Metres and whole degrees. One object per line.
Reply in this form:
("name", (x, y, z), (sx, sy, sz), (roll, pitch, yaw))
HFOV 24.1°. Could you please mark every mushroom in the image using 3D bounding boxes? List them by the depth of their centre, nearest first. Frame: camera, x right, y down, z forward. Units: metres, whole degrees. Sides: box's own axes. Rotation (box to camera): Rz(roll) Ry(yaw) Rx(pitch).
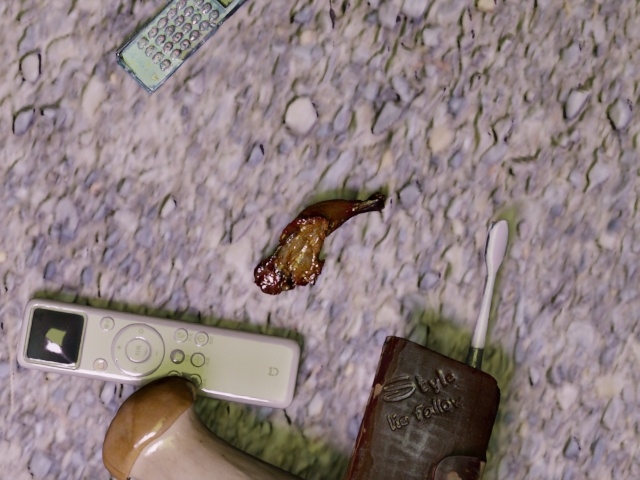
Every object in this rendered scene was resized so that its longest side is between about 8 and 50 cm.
("mushroom", (-0.043, 0.257, 1.336), (0.350, 0.128, 0.128), (39, 86, 5))

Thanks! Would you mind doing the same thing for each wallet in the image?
("wallet", (0.084, 0.200, 1.314), (0.122, 0.031, 0.232), (22, 60, -6))

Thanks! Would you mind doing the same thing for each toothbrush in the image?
("toothbrush", (0.141, 0.121, 1.399), (0.024, 0.026, 0.288), (10, 88, -2))

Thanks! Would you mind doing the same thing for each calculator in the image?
("calculator", (-0.120, -0.216, 1.416), (0.057, 0.018, 0.172), (45, 85, 0))

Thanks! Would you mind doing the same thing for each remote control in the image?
("remote control", (-0.150, 0.104, 1.386), (0.261, 0.029, 0.067), (9, 86, -1))

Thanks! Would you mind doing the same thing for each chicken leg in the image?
("chicken leg", (-0.003, -0.003, 1.396), (0.145, 0.037, 0.062), (-47, 111, -3))
